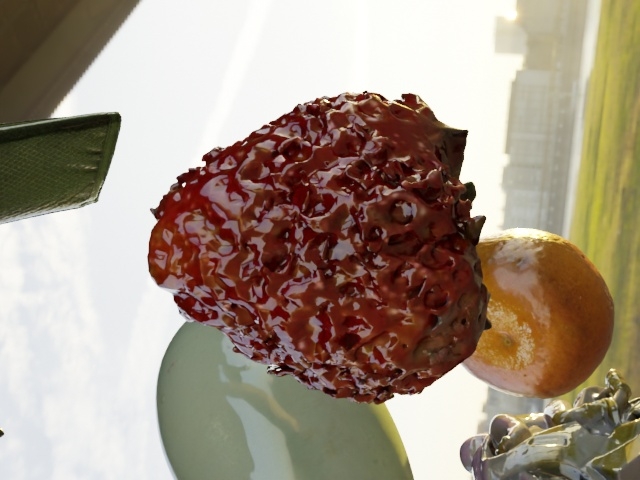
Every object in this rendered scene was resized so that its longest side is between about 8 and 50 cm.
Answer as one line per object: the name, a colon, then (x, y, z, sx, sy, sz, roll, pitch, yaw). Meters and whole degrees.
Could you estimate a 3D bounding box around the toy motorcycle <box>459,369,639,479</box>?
toy motorcycle: (0.184, 0.165, 0.685, 0.225, 0.152, 0.073, -23, -74, -42)

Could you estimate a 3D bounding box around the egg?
egg: (-0.036, 0.215, 0.925, 0.371, 0.230, 0.230, 54, 167, 34)

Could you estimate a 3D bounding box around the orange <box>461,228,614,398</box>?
orange: (0.259, 0.090, 1.132, 0.170, 0.224, 0.224, -31, -52, -48)

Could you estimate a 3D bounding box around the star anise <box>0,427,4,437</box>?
star anise: (-0.428, 0.199, 0.944, 0.093, 0.229, 0.236, 30, -94, -50)

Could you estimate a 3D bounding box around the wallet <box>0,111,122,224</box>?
wallet: (-0.347, -0.078, 1.006, 0.236, 0.055, 0.160, -17, -24, -37)

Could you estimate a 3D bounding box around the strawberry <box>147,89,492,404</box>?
strawberry: (0.000, 0.000, 0.525, 0.184, 0.201, 0.187, -152, 69, -68)
